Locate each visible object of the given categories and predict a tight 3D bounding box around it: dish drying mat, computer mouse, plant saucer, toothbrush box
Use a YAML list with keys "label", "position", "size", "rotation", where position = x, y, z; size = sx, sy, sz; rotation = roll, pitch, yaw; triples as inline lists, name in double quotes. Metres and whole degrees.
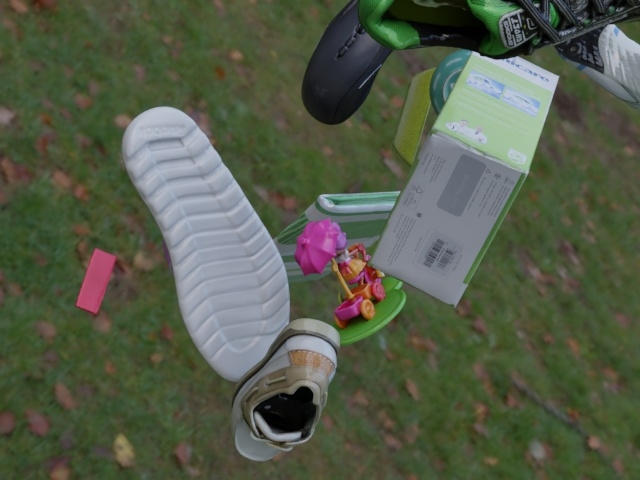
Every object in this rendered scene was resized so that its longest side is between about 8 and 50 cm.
- label: "dish drying mat"
  position: [-0.291, 0.053, 1.520]
  size: [0.032, 0.008, 0.083]
  rotation: [23, 65, -20]
- label: "computer mouse"
  position: [0.027, -0.298, 1.603]
  size: [0.184, 0.262, 0.060]
  rotation: [45, 22, 13]
- label: "plant saucer"
  position: [0.171, -0.231, 2.188]
  size: [0.045, 0.188, 0.188]
  rotation: [17, 3, 1]
- label: "toothbrush box"
  position: [0.177, -0.089, 1.428]
  size: [0.122, 0.206, 0.283]
  rotation: [25, 34, 2]

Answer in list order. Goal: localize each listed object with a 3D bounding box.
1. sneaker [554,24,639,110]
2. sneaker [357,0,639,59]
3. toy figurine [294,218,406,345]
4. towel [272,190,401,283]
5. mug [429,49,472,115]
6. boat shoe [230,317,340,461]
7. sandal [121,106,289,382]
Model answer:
- label: "sneaker"
  position: [0.389, -0.226, 1.533]
  size: [0.237, 0.085, 0.086]
  rotation: [43, -5, 35]
- label: "sneaker"
  position: [0.192, -0.197, 0.927]
  size: [0.134, 0.343, 0.146]
  rotation: [67, 30, -43]
- label: "toy figurine"
  position: [0.034, 0.035, 1.654]
  size: [0.159, 0.130, 0.173]
  rotation: [59, 35, -15]
- label: "towel"
  position: [0.000, 0.000, 1.953]
  size: [0.248, 0.325, 0.038]
  rotation: [-6, 70, -40]
- label: "mug"
  position: [0.245, -0.225, 1.818]
  size: [0.157, 0.129, 0.097]
  rotation: [35, 19, 7]
- label: "boat shoe"
  position: [-0.061, 0.230, 1.606]
  size: [0.113, 0.302, 0.103]
  rotation: [17, 47, -7]
- label: "sandal"
  position: [-0.162, 0.002, 1.706]
  size: [0.169, 0.102, 0.416]
  rotation: [-23, 101, -20]
